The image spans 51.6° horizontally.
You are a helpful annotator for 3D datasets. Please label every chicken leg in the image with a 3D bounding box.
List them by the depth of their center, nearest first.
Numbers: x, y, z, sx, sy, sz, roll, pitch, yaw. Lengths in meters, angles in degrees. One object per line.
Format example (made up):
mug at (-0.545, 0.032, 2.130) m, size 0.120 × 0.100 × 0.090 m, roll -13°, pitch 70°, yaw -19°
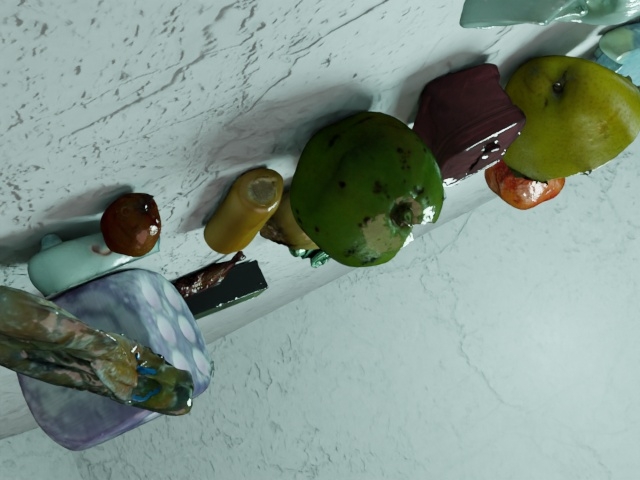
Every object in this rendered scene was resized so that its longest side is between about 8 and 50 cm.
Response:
chicken leg at (-0.271, 0.090, 1.543) m, size 0.219 × 0.048 × 0.089 m, roll -25°, pitch 174°, yaw -7°

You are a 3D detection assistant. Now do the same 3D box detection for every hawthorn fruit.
hawthorn fruit at (-0.243, -0.026, 0.872) m, size 0.081 × 0.081 × 0.093 m, roll -15°, pitch 156°, yaw -51°
hawthorn fruit at (0.527, -0.206, 1.719) m, size 0.207 × 0.207 × 0.243 m, roll -28°, pitch 145°, yaw 9°

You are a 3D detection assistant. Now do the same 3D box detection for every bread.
bread at (-0.130, -0.041, 1.116) m, size 0.093 × 0.074 × 0.239 m, roll -16°, pitch 167°, yaw -27°

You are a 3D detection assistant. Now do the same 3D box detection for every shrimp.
shrimp at (-0.356, 0.157, 0.976) m, size 0.221 × 0.110 × 0.446 m, roll -13°, pitch 147°, yaw 34°

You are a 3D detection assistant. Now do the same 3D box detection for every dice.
dice at (-0.391, 0.228, 1.281) m, size 0.271 × 0.270 × 0.270 m, roll -27°, pitch 171°, yaw 6°

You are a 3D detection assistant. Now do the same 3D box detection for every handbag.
handbag at (0.242, -0.184, 1.102) m, size 0.146 × 0.135 × 0.225 m, roll -24°, pitch 167°, yaw -7°

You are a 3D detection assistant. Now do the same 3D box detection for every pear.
pear at (0.412, -0.248, 1.165) m, size 0.267 × 0.267 × 0.178 m, roll -30°, pitch 136°, yaw 22°

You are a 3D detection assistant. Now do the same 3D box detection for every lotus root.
lotus root at (0.031, -0.058, 1.252) m, size 0.303 × 0.130 × 0.146 m, roll -9°, pitch -164°, yaw -18°

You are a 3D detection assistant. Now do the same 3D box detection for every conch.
conch at (0.249, -0.273, 0.698) m, size 0.221 × 0.121 × 0.185 m, roll -14°, pitch 171°, yaw -24°

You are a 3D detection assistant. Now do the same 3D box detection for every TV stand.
TV stand at (-0.269, 0.133, 1.662) m, size 0.269 × 0.088 × 0.083 m, roll -19°, pitch 168°, yaw -36°

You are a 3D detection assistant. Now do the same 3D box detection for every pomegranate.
pomegranate at (0.057, -0.089, 1.031) m, size 0.236 × 0.236 × 0.302 m, roll -25°, pitch -156°, yaw -6°

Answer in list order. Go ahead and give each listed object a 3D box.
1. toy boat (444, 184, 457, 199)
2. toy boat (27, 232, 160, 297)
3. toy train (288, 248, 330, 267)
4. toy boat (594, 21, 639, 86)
toy boat at (0.212, -0.140, 1.350) m, size 0.141 × 0.140 × 0.269 m, roll -29°, pitch 173°, yaw 19°
toy boat at (-0.324, 0.015, 0.941) m, size 0.134 × 0.078 × 0.208 m, roll -15°, pitch -174°, yaw 28°
toy train at (0.058, -0.040, 1.567) m, size 0.285 × 0.116 × 0.177 m, roll -19°, pitch 157°, yaw -34°
toy boat at (0.631, -0.373, 1.330) m, size 0.330 × 0.123 × 0.215 m, roll -10°, pitch 157°, yaw -23°
